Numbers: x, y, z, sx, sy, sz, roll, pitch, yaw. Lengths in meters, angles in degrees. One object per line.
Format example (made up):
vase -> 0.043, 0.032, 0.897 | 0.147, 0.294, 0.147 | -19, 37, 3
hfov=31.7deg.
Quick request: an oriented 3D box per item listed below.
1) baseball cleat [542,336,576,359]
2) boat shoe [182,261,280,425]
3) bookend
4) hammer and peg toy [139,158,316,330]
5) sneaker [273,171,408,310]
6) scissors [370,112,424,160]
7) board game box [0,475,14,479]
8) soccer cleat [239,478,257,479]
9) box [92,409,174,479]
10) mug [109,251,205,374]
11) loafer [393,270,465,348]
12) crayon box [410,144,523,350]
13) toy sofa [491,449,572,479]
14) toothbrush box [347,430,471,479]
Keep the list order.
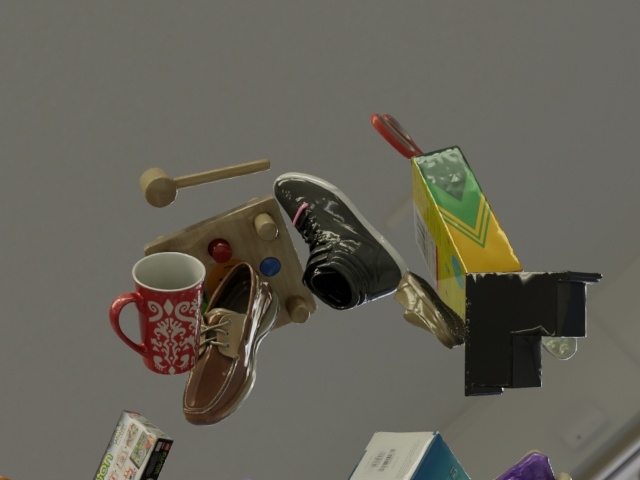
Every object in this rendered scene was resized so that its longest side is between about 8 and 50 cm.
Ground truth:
baseball cleat -> 0.431, 0.155, 2.162 | 0.072, 0.206, 0.109 | -25, -35, 0
boat shoe -> -0.167, 0.167, 1.905 | 0.123, 0.324, 0.116 | -6, -50, 22
bookend -> 0.259, 0.116, 1.383 | 0.072, 0.157, 0.156 | 5, -96, -43
hammer and peg toy -> -0.169, 0.024, 2.012 | 0.265, 0.127, 0.361 | -21, -63, -5
sneaker -> 0.000, 0.000, 1.892 | 0.147, 0.295, 0.105 | -29, -25, -45
scissors -> 0.196, -0.113, 1.942 | 0.021, 0.297, 0.109 | -43, 2, 17
board game box -> -0.489, 0.538, 1.603 | 0.356, 0.356, 0.356 | 38, -120, -44
soccer cleat -> -0.086, 0.460, 1.777 | 0.108, 0.116, 0.318 | -12, -50, 8
box -> -0.322, 0.395, 1.840 | 0.036, 0.114, 0.207 | 22, -88, -44
mug -> -0.256, 0.119, 1.781 | 0.150, 0.113, 0.169 | -2, -58, -9
loafer -> 0.145, 0.100, 1.502 | 0.056, 0.148, 0.050 | 24, -69, -35
crayon box -> 0.223, 0.040, 1.668 | 0.081, 0.319, 0.202 | -14, -41, -6
toy sofa -> 0.278, 0.525, 1.907 | 0.362, 0.177, 0.150 | -34, 3, 18
toothbrush box -> 0.149, 0.455, 1.643 | 0.296, 0.126, 0.216 | 55, -130, -24
